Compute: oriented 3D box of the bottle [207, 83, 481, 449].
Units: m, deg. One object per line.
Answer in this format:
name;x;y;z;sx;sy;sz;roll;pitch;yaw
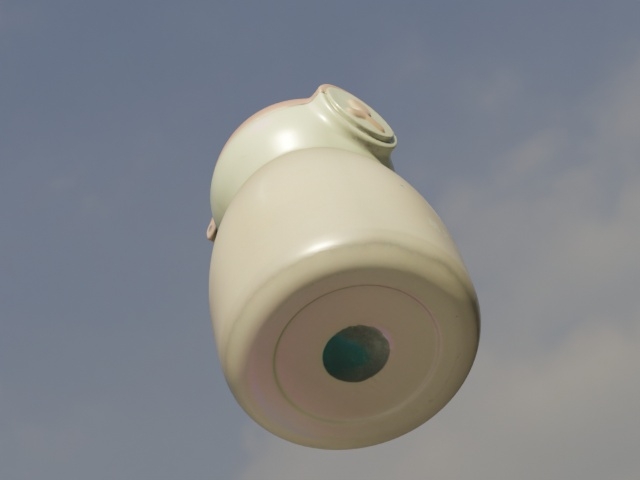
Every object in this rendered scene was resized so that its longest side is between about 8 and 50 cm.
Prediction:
bottle;0.000;0.000;1.133;0.147;0.236;0.147;-5;-56;-8
